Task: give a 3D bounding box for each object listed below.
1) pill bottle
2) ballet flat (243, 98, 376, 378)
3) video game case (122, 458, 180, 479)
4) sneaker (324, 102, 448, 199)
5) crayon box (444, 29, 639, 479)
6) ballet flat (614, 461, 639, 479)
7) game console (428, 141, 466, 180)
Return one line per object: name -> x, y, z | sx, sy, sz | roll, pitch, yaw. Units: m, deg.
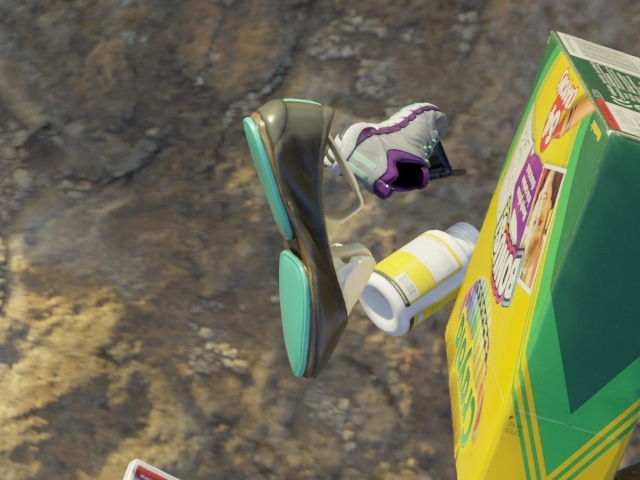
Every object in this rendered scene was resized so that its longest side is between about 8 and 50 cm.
pill bottle -> 0.149, 0.049, 1.980 | 0.184, 0.103, 0.103 | -32, 105, -26
ballet flat -> 0.000, 0.000, 1.312 | 0.096, 0.095, 0.280 | -15, 115, -12
video game case -> -0.216, 0.467, 1.901 | 0.204, 0.025, 0.285 | 31, 55, -19
sneaker -> 0.099, -0.091, 1.583 | 0.224, 0.098, 0.083 | -24, 147, -51
crayon box -> 0.199, 0.021, 1.141 | 0.106, 0.363, 0.313 | 17, 109, -3
ballet flat -> 0.347, 0.290, 1.026 | 0.124, 0.116, 0.342 | -40, 75, -4
game console -> 0.131, -0.115, 1.979 | 0.107, 0.122, 0.071 | -8, 89, -64
